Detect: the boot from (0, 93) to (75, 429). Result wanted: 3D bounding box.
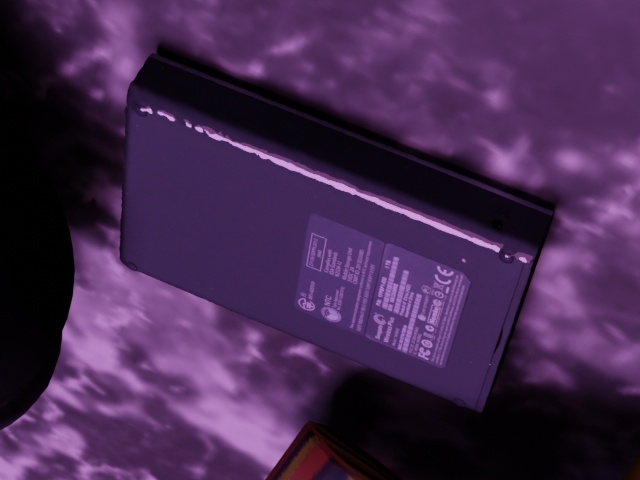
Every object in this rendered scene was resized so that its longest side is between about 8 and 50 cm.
[{"bbox_3d":[-0.125,-0.078,0.508,0.260,0.131,0.348,-10,129,41],"label":"boot"}]

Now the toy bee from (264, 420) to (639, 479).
[{"bbox_3d":[0.085,0.146,0.599,0.298,0.195,0.162,13,172,20],"label":"toy bee"}]

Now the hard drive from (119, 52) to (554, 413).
[{"bbox_3d":[0.000,0.000,0.614,0.135,0.022,0.094,22,144,8],"label":"hard drive"}]
